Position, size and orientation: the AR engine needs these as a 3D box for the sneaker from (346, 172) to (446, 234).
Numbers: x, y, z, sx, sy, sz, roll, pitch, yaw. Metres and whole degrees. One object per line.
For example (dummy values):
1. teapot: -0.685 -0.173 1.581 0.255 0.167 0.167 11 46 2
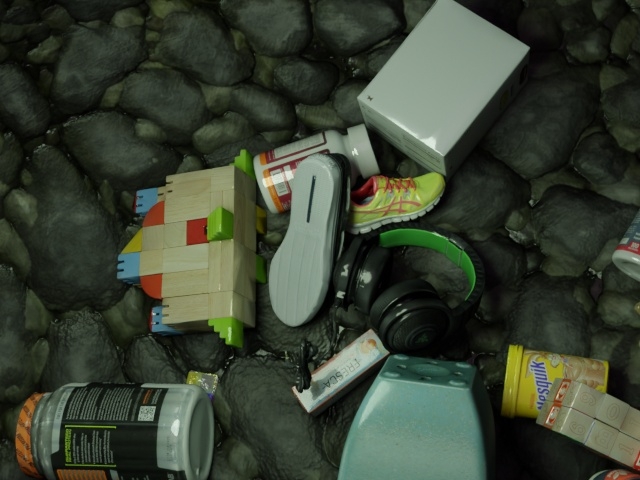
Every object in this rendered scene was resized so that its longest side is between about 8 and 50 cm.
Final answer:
1. sneaker: 0.130 -0.085 1.800 0.208 0.094 0.081 -22 37 3

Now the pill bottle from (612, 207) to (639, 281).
1. pill bottle: 0.599 -0.018 1.698 0.108 0.108 0.180 29 81 17

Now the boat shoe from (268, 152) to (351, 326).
1. boat shoe: 0.000 0.000 1.767 0.121 0.119 0.335 28 116 27

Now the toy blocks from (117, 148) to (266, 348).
1. toy blocks: -0.258 0.026 1.828 0.260 0.191 0.382 -8 72 20

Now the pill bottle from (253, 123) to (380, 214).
1. pill bottle: -0.006 -0.138 1.838 0.221 0.121 0.121 -18 72 5

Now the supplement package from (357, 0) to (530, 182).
1. supplement package: 0.234 -0.284 1.824 0.204 0.145 0.262 37 84 18

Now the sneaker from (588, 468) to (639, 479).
1. sneaker: 0.518 0.527 1.520 0.131 0.148 0.350 -18 72 -11

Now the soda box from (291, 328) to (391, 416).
1. soda box: 0.040 0.240 1.750 0.183 0.063 0.058 -36 70 -1

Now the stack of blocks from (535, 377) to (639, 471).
1. stack of blocks: 0.511 0.322 1.534 0.297 0.171 0.087 26 83 -2

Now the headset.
1. headset: 0.109 0.118 1.703 0.394 0.185 0.243 -29 53 -31

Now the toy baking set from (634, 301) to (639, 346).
1. toy baking set: 0.658 0.129 1.641 0.256 0.030 0.197 23 94 -10

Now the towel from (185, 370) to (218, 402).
1. towel: -0.227 0.286 1.815 0.060 0.009 0.083 11 76 13

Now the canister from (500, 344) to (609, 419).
1. canister: 0.403 0.253 1.674 0.169 0.073 0.126 7 77 11

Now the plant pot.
1. plant pot: 0.162 0.325 1.562 0.247 0.247 0.252 6 100 12

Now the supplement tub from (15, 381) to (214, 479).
1. supplement tub: -0.361 0.348 1.725 0.316 0.193 0.194 0 74 10
